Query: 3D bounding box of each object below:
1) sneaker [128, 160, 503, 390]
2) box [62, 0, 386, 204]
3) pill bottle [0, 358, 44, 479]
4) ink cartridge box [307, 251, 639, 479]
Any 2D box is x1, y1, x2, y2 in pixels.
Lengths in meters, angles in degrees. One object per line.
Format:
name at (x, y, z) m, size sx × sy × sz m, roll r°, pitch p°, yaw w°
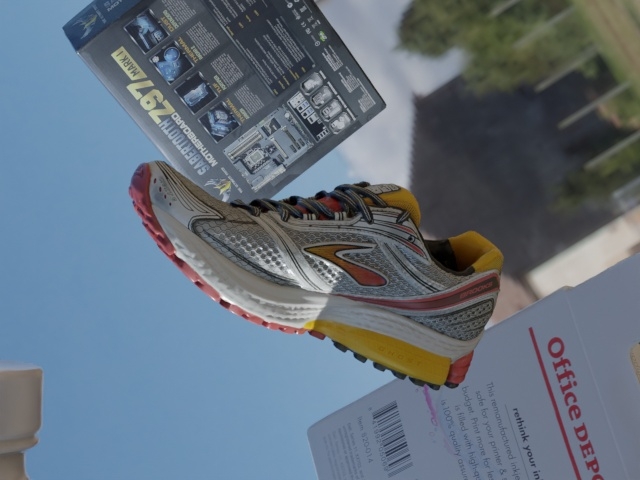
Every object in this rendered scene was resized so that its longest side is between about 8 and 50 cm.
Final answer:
sneaker at (0.000, 0.000, 0.832) m, size 0.225 × 0.093 × 0.088 m, roll 21°, pitch -166°, yaw -30°
box at (-0.077, -0.146, 1.324) m, size 0.233 × 0.183 × 0.059 m, roll 51°, pitch -179°, yaw -36°
pill bottle at (-0.181, 0.177, 0.696) m, size 0.136 × 0.136 × 0.246 m, roll 6°, pitch -93°, yaw -77°
ink cartridge box at (0.170, 0.174, 1.208) m, size 0.119 × 0.353 × 0.207 m, roll 14°, pitch -127°, yaw -47°
